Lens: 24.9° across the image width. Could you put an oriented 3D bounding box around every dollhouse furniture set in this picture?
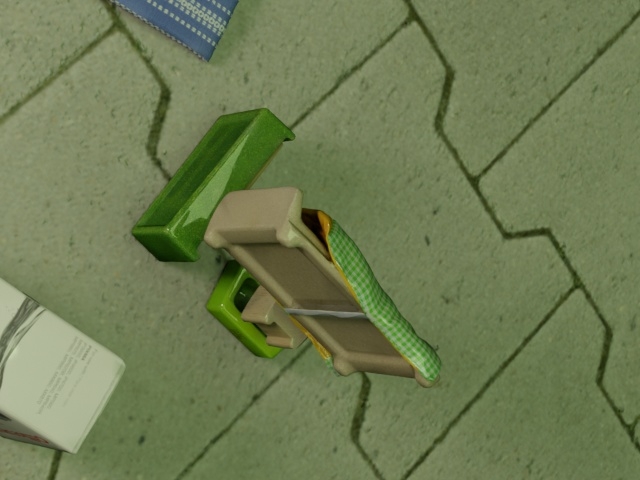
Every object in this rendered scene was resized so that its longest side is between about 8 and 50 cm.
[{"bbox_3d":[0.000,0.000,1.263,0.197,0.301,0.151,46,69,-22],"label":"dollhouse furniture set"}]

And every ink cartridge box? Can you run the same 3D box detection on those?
[{"bbox_3d":[-0.287,0.077,1.159,0.218,0.158,0.092,36,70,-28],"label":"ink cartridge box"}]

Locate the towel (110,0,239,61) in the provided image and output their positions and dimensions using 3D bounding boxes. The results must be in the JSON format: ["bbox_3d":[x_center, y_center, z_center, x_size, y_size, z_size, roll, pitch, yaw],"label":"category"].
[{"bbox_3d":[-0.136,-0.369,1.342,0.243,0.040,0.336,29,76,-32],"label":"towel"}]
